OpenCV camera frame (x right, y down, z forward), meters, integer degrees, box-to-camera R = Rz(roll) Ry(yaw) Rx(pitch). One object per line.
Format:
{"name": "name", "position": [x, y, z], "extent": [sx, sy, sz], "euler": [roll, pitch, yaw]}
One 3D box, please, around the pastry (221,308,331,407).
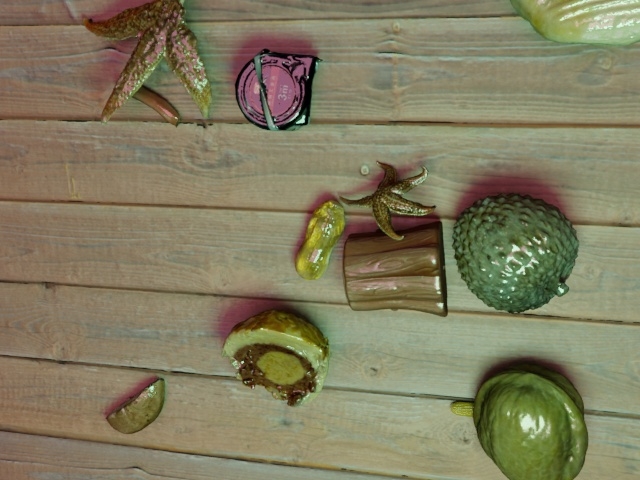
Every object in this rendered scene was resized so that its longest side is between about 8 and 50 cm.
{"name": "pastry", "position": [-0.094, 0.254, 1.469], "extent": [0.255, 0.170, 0.237], "euler": [20, 128, 6]}

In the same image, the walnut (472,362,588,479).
{"name": "walnut", "position": [0.470, 0.419, 1.368], "extent": [0.282, 0.227, 0.283], "euler": [18, 119, 36]}

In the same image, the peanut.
{"name": "peanut", "position": [0.000, 0.000, 1.448], "extent": [0.087, 0.087, 0.207], "euler": [23, 107, 6]}

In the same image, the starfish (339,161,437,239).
{"name": "starfish", "position": [0.143, -0.092, 1.361], "extent": [0.237, 0.057, 0.213], "euler": [-2, 56, 23]}

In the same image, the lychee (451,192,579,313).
{"name": "lychee", "position": [0.414, 0.024, 1.303], "extent": [0.274, 0.255, 0.255], "euler": [39, 108, 34]}

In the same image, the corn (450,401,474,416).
{"name": "corn", "position": [0.365, 0.412, 1.484], "extent": [0.092, 0.037, 0.037], "euler": [3, 102, 13]}

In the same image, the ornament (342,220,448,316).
{"name": "ornament", "position": [0.170, 0.061, 1.375], "extent": [0.217, 0.235, 0.221], "euler": [-4, 66, 15]}

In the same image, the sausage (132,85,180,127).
{"name": "sausage", "position": [-0.417, -0.339, 1.482], "extent": [0.176, 0.040, 0.047], "euler": [31, 104, 2]}

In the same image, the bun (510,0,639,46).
{"name": "bun", "position": [0.542, -0.555, 1.164], "extent": [0.364, 0.219, 0.366], "euler": [9, 111, 24]}

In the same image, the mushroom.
{"name": "mushroom", "position": [-0.489, 0.458, 1.639], "extent": [0.209, 0.072, 0.094], "euler": [-34, 102, 15]}

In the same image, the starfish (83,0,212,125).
{"name": "starfish", "position": [-0.368, -0.470, 1.405], "extent": [0.383, 0.132, 0.399], "euler": [-19, 91, 19]}

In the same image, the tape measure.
{"name": "tape measure", "position": [-0.101, -0.341, 1.388], "extent": [0.180, 0.107, 0.182], "euler": [13, 103, 5]}
